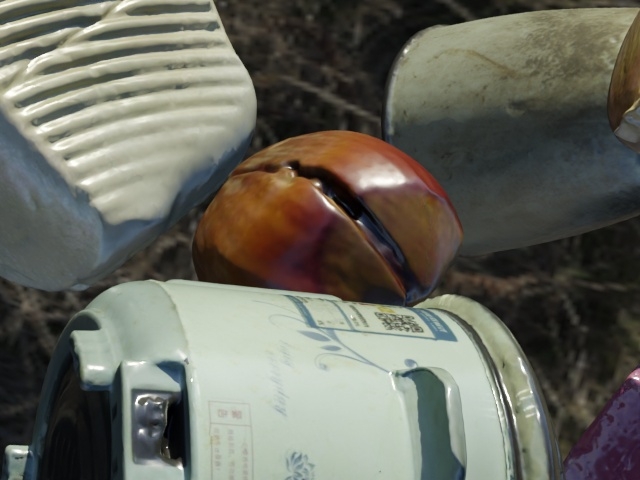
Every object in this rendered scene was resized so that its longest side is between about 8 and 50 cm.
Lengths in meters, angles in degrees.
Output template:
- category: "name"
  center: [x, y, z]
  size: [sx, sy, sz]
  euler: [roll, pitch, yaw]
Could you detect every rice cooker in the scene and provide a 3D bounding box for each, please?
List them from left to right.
- category: "rice cooker"
  center: [-0.010, 0.151, 0.957]
  size: [0.317, 0.317, 0.264]
  euler: [30, 43, -43]

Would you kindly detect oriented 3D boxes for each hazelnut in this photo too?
- category: "hazelnut"
  center: [0.000, -0.002, 1.480]
  size: [0.212, 0.181, 0.181]
  euler: [-38, 92, -19]

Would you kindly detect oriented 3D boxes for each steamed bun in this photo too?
- category: "steamed bun"
  center: [-0.239, -0.155, 1.265]
  size: [0.247, 0.236, 0.383]
  euler: [-41, 104, -46]

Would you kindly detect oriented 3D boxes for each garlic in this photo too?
- category: "garlic"
  center: [0.293, -0.171, 1.438]
  size: [0.128, 0.148, 0.266]
  euler: [21, 55, -20]

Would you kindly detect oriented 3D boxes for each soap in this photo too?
- category: "soap"
  center: [0.408, 0.248, 2.198]
  size: [0.233, 0.128, 0.359]
  euler: [-58, 167, 18]

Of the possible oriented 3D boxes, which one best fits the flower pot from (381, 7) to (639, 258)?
- category: "flower pot"
  center: [0.285, -0.135, 2.097]
  size: [0.294, 0.330, 0.293]
  euler: [7, 80, -48]
